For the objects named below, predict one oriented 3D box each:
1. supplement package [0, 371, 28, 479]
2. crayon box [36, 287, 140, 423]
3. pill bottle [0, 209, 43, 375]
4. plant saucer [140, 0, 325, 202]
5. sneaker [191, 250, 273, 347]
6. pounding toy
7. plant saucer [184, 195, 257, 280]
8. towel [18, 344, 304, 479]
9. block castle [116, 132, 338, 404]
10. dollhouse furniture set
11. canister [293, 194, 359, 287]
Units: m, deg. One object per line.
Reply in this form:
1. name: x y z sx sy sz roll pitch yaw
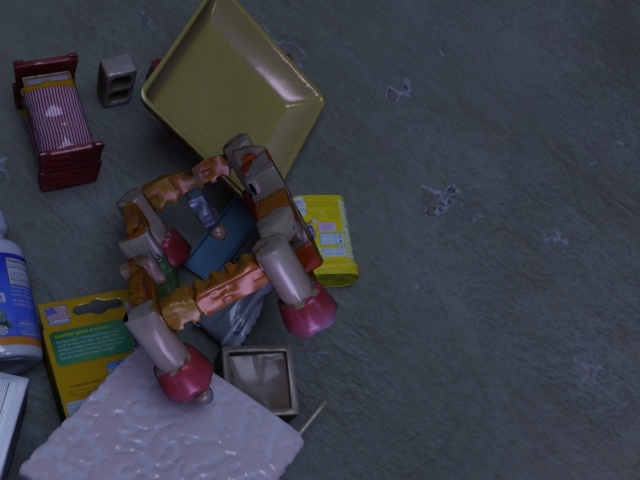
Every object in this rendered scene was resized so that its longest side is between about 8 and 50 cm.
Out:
1. supplement package: -0.605 0.298 1.526 0.263 0.199 0.198 14 64 -11
2. crayon box: -0.340 0.239 1.668 0.203 0.083 0.323 -10 55 -23
3. pill bottle: -0.561 0.087 1.659 0.152 0.152 0.272 -10 71 -21
4. plant saucer: -0.176 -0.264 1.911 0.333 0.081 0.332 45 51 -26
5. sneaker: -0.137 0.063 1.830 0.115 0.105 0.281 28 62 -4
6. pounding toy: -0.085 0.295 1.751 0.181 0.094 0.206 0 68 -17
7. plant saucer: -0.183 -0.004 1.895 0.067 0.018 0.192 35 62 0
8. towel: -0.237 0.335 1.528 0.317 0.053 0.332 32 48 12
9. block castle: -0.158 0.039 1.636 0.303 0.212 0.453 -28 32 3
10. dollhouse furniture set: -0.370 -0.246 1.865 0.374 0.152 0.201 -15 73 -23
11. canister: 0.000 0.000 1.920 0.126 0.073 0.169 -1 66 -18
